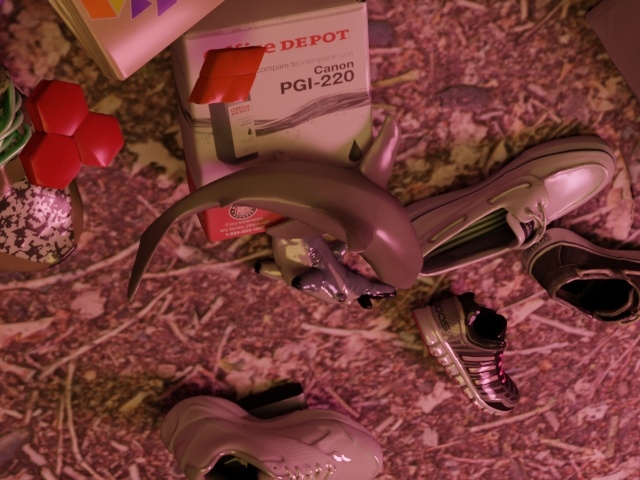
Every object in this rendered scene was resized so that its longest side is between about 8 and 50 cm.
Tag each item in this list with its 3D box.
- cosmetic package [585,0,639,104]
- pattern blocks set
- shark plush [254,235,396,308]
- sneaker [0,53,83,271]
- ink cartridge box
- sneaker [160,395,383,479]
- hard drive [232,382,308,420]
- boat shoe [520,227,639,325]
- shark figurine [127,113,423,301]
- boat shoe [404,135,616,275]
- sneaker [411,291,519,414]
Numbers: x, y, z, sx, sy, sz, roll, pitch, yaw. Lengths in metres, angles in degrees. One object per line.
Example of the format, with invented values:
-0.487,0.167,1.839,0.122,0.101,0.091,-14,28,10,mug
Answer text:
0.421,-0.076,1.567,0.156,0.217,0.385,-37,130,12,cosmetic package
-0.132,-0.219,1.282,0.325,0.026,0.285,-34,117,-28,pattern blocks set
0.017,0.027,1.626,0.161,0.073,0.067,24,86,-26,shark plush
-0.289,-0.104,1.315,0.158,0.182,0.410,-44,132,-14,sneaker
-0.040,-0.120,1.467,0.158,0.092,0.218,-12,128,-9,ink cartridge box
-0.041,0.226,1.689,0.232,0.115,0.090,7,124,-22,sneaker
-0.051,0.210,1.765,0.094,0.022,0.135,-17,130,-4,hard drive
0.285,0.051,1.699,0.219,0.070,0.078,15,126,-40,boat shoe
-0.017,-0.015,1.425,0.278,0.116,0.166,3,125,-23,shark figurine
0.181,-0.022,1.622,0.226,0.076,0.083,-25,130,2,boat shoe
0.164,0.111,1.728,0.075,0.063,0.170,-31,125,16,sneaker
